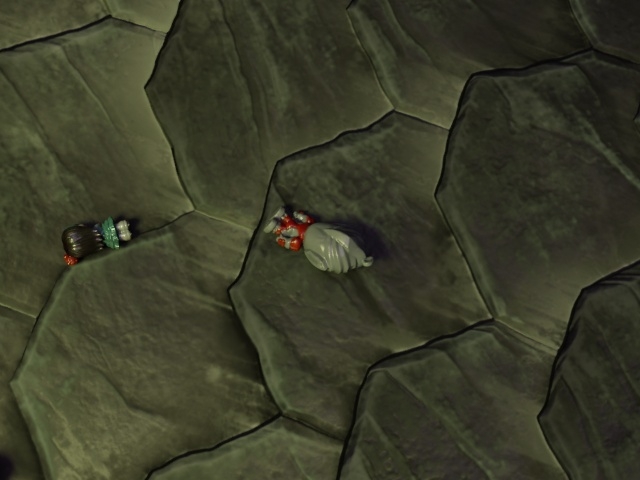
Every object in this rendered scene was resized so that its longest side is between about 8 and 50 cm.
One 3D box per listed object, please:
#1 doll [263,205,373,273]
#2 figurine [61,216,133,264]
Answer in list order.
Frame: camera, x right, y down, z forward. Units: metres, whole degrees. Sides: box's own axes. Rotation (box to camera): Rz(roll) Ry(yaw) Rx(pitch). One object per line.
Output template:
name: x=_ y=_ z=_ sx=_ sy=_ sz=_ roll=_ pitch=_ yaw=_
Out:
doll: x=0.000 y=0.000 z=1.444 sx=0.180 sy=0.079 sz=0.094 roll=24 pitch=53 yaw=14
figurine: x=-0.337 y=-0.001 z=1.433 sx=0.105 sy=0.047 sz=0.060 roll=-14 pitch=116 yaw=-14
